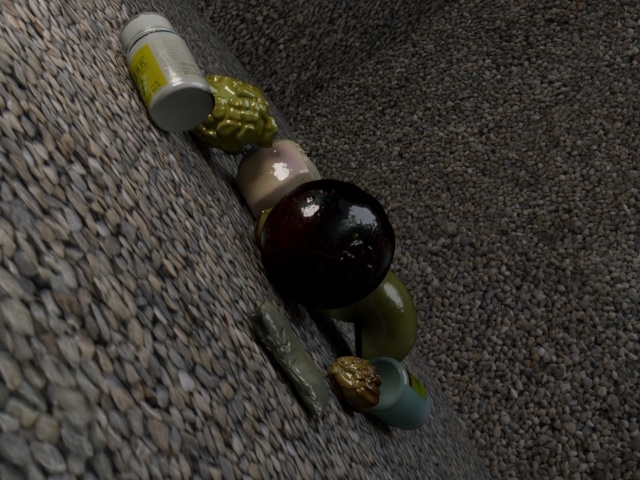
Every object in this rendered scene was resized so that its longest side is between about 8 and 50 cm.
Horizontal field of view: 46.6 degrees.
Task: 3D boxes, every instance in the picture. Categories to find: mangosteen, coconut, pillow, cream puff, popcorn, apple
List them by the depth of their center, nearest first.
[{"bbox_3d":[-0.052,0.215,1.376,0.229,0.050,0.148,59,12,-4],"label":"pillow"},{"bbox_3d":[0.079,0.311,1.632,0.133,0.104,0.119,57,14,8],"label":"cream puff"},{"bbox_3d":[0.007,0.004,1.716,0.330,0.330,0.330,55,8,-11],"label":"mangosteen"},{"bbox_3d":[-0.221,-0.309,1.853,0.217,0.180,0.235,12,8,-20],"label":"popcorn"},{"bbox_3d":[0.130,0.189,1.937,0.295,0.233,0.258,58,10,4],"label":"apple"},{"bbox_3d":[-0.099,-0.141,1.947,0.234,0.224,0.224,47,3,24],"label":"coconut"}]

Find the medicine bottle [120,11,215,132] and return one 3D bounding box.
[{"bbox_3d":[-0.340,-0.370,1.624,0.258,0.143,0.143,62,9,29],"label":"medicine bottle"}]

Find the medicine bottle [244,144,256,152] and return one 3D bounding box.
[{"bbox_3d":[-0.256,-0.354,2.185,0.119,0.094,0.188,32,-11,45],"label":"medicine bottle"}]

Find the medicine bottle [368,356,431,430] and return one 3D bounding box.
[{"bbox_3d":[0.182,0.381,1.825,0.225,0.139,0.139,47,12,-52],"label":"medicine bottle"}]

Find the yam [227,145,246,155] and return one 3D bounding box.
[{"bbox_3d":[-0.297,-0.325,2.028,0.300,0.066,0.066,44,15,-55],"label":"yam"}]
